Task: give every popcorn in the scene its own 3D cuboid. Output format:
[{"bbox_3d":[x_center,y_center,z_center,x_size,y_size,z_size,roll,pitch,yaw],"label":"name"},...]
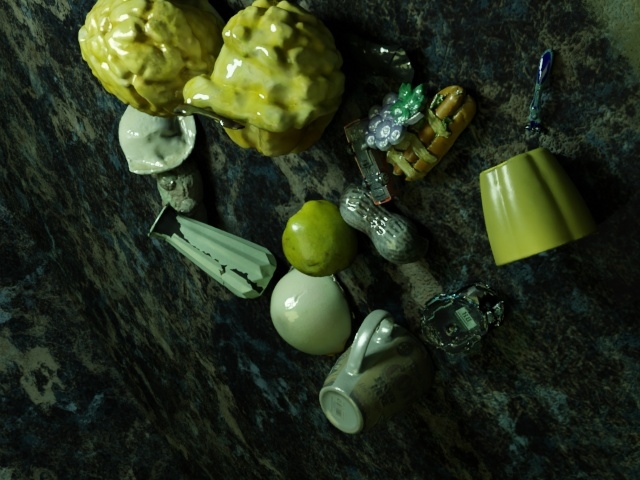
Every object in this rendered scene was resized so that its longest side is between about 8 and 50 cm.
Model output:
[{"bbox_3d":[-0.130,-0.339,1.371,0.349,0.382,0.349,52,159,30],"label":"popcorn"},{"bbox_3d":[-0.404,-0.467,1.568,0.354,0.390,0.344,-11,126,15],"label":"popcorn"}]

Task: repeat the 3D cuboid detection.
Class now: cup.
[{"bbox_3d":[0.129,0.329,1.595,0.227,0.257,0.301,16,122,35],"label":"cup"}]

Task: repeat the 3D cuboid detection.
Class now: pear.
[{"bbox_3d":[0.000,0.000,1.574,0.200,0.200,0.200,24,129,34],"label":"pear"}]

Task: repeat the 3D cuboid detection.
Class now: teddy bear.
[{"bbox_3d":[-0.431,-0.123,1.957,0.236,0.151,0.267,44,140,48],"label":"teddy bear"}]

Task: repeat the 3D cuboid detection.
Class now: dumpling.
[{"bbox_3d":[-0.473,-0.323,1.842,0.227,0.175,0.243,-6,102,8],"label":"dumpling"}]

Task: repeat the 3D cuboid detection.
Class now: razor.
[{"bbox_3d":[0.395,-0.263,1.138,0.044,0.028,0.154,24,129,34],"label":"razor"}]

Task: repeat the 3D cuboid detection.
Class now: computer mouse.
[{"bbox_3d":[0.321,0.170,1.439,0.242,0.077,0.146,-37,86,46],"label":"computer mouse"}]

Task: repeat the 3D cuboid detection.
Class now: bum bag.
[{"bbox_3d":[0.118,-0.385,1.328,0.198,0.049,0.087,28,155,30],"label":"bum bag"}]

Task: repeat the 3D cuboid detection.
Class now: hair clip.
[{"bbox_3d":[0.152,-0.245,1.308,0.195,0.052,0.124,-39,53,37],"label":"hair clip"}]

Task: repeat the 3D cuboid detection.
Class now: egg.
[{"bbox_3d":[-0.053,0.216,1.768,0.264,0.174,0.286,40,140,26],"label":"egg"}]

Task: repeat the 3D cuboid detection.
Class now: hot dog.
[{"bbox_3d":[0.222,-0.219,1.305,0.109,0.072,0.269,47,139,9],"label":"hot dog"}]

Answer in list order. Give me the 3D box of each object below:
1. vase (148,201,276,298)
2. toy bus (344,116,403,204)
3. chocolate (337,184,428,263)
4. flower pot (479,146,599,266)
[{"bbox_3d":[-0.309,0.030,1.830,0.360,0.165,0.165,30,139,-10],"label":"vase"},{"bbox_3d":[0.120,-0.181,1.425,0.065,0.077,0.192,-17,99,50],"label":"toy bus"},{"bbox_3d":[0.141,-0.035,1.474,0.248,0.110,0.110,42,137,26],"label":"chocolate"},{"bbox_3d":[0.384,-0.065,1.165,0.195,0.195,0.179,-27,81,49],"label":"flower pot"}]
